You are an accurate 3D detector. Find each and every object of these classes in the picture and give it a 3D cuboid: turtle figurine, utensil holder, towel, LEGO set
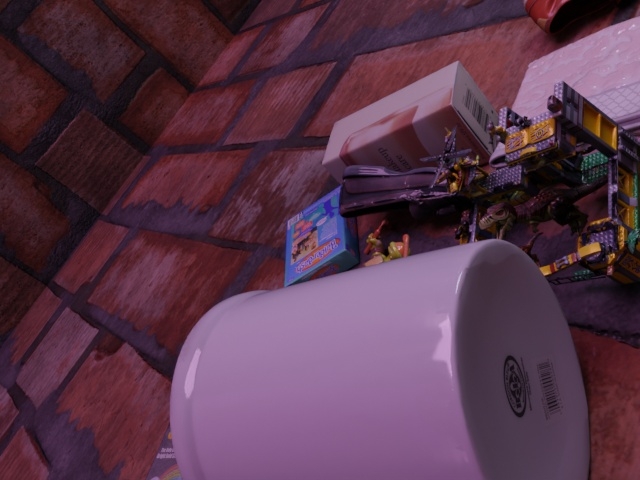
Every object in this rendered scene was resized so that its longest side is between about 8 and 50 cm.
[{"bbox_3d":[0.078,0.064,1.118,0.217,0.087,0.269,-38,14,11],"label":"turtle figurine"},{"bbox_3d":[0.067,0.187,0.763,0.385,0.327,0.328,-18,42,39],"label":"utensil holder"},{"bbox_3d":[0.438,-0.241,0.988,0.331,0.053,0.317,-14,35,45],"label":"towel"},{"bbox_3d":[0.252,-0.053,0.855,0.331,0.192,0.255,-8,63,57],"label":"LEGO set"}]

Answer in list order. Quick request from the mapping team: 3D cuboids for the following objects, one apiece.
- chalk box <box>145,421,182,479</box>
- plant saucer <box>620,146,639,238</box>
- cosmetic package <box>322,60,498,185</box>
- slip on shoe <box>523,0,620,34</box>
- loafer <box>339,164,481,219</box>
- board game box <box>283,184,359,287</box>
[{"bbox_3d":[-0.186,0.372,1.064,0.132,0.132,0.213,-17,42,43],"label":"chalk box"},{"bbox_3d":[0.482,-0.088,0.814,0.188,0.045,0.188,-23,39,35],"label":"plant saucer"},{"bbox_3d":[0.167,-0.190,1.227,0.296,0.153,0.129,-21,39,40],"label":"cosmetic package"},{"bbox_3d":[0.529,-0.475,1.149,0.331,0.123,0.101,-24,70,27],"label":"slip on shoe"},{"bbox_3d":[0.162,-0.070,1.135,0.302,0.109,0.095,8,77,38],"label":"loafer"},{"bbox_3d":[0.000,0.000,1.325,0.160,0.047,0.210,-32,34,25],"label":"board game box"}]
